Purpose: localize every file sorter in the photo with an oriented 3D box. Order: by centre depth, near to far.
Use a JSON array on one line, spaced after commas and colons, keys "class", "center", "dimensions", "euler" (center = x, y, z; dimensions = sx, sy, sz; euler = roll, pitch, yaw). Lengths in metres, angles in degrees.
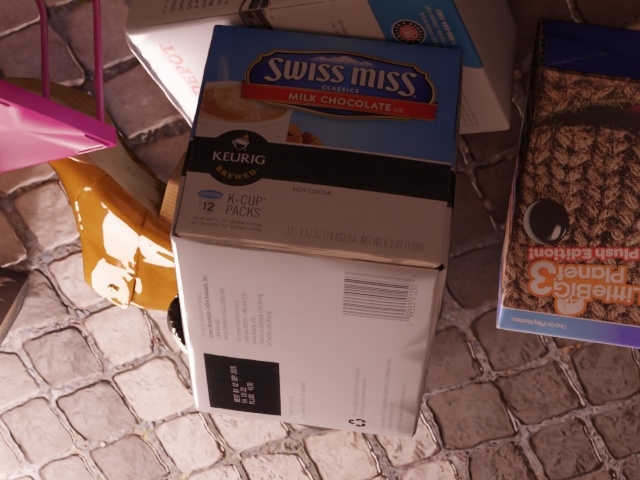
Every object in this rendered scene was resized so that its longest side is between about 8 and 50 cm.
[{"class": "file sorter", "center": [-0.378, -0.173, 1.509], "dimensions": [0.291, 0.202, 0.182], "euler": [-11, 75, 27]}]

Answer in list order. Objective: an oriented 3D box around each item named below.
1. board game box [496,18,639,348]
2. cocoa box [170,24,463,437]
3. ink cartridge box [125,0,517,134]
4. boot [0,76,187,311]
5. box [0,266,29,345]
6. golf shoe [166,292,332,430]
[{"class": "board game box", "center": [0.311, -0.051, 1.549], "dimensions": [0.232, 0.141, 0.291], "euler": [7, 119, 5]}, {"class": "cocoa box", "center": [0.000, 0.000, 1.426], "dimensions": [0.231, 0.228, 0.347], "euler": [7, 149, 3]}, {"class": "ink cartridge box", "center": [0.007, -0.198, 1.448], "dimensions": [0.307, 0.129, 0.223], "euler": [-4, 150, 21]}, {"class": "boot", "center": [-0.246, -0.037, 1.669], "dimensions": [0.295, 0.104, 0.211], "euler": [25, 131, 7]}, {"class": "box", "center": [-0.442, 0.091, 1.688], "dimensions": [0.183, 0.231, 0.056], "euler": [18, 123, -1]}, {"class": "golf shoe", "center": [-0.071, 0.144, 1.703], "dimensions": [0.273, 0.105, 0.120], "euler": [32, 148, -27]}]
